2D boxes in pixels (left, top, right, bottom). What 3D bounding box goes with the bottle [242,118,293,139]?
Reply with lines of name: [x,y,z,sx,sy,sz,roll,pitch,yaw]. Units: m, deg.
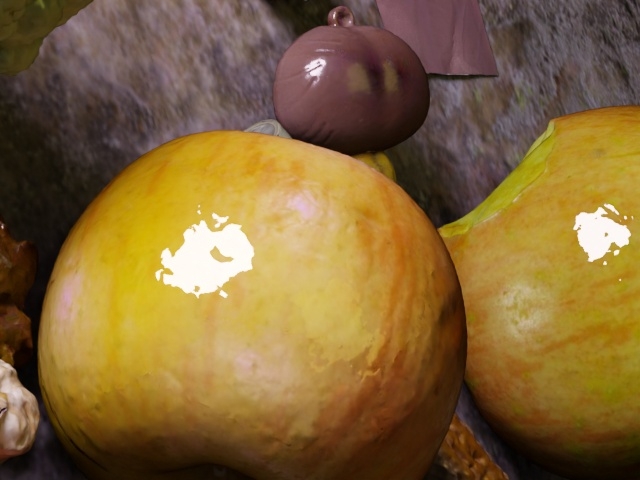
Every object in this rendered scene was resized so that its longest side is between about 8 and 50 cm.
bottle: [0.000,0.000,1.284,0.201,0.072,0.072,49,42,-26]

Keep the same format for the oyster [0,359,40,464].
oyster: [-0.298,0.036,0.887,0.166,0.094,0.294,-37,86,-34]

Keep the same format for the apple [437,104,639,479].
apple: [0.275,0.045,1.417,0.339,0.339,0.340,24,57,-43]

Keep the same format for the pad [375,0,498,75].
pad: [0.108,-0.211,1.564,0.187,0.006,0.113,-8,79,-54]

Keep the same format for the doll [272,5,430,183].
doll: [0.019,-0.094,1.343,0.145,0.096,0.188,19,83,-30]

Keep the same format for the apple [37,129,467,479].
apple: [-0.044,0.062,1.039,0.286,0.286,0.233,37,52,-36]

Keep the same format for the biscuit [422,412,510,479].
biscuit: [0.067,0.157,1.281,0.379,0.094,0.054,51,42,-25]

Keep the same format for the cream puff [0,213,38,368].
cream puff: [-0.219,0.036,0.982,0.116,0.094,0.122,52,37,-26]

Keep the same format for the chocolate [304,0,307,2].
chocolate: [-0.087,-0.343,1.340,0.329,0.065,0.102,64,19,-10]

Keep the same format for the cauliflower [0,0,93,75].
cauliflower: [-0.246,-0.202,0.946,0.281,0.327,0.260,43,-4,44]
